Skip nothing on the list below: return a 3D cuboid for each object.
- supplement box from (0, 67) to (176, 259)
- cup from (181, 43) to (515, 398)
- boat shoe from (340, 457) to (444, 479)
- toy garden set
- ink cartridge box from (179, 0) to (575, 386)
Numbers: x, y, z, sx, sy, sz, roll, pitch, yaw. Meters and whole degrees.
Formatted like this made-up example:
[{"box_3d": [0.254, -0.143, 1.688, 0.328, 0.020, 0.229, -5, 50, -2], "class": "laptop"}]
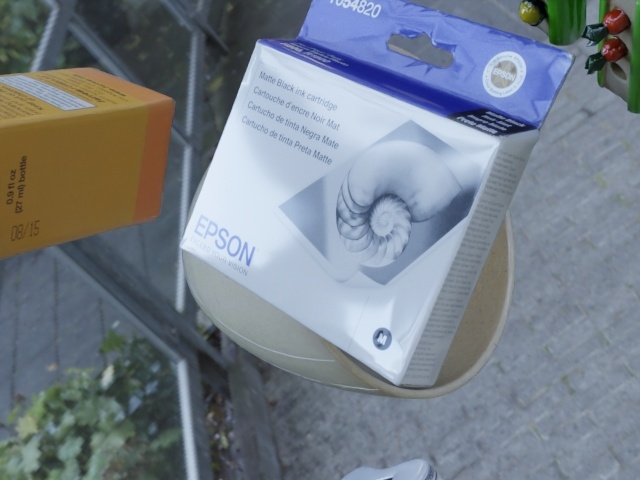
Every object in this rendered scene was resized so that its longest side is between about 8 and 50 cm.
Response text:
[{"box_3d": [-0.180, -0.034, 0.492, 0.080, 0.078, 0.233, 24, 25, 27], "class": "supplement box"}, {"box_3d": [0.000, 0.000, 0.984, 0.237, 0.331, 0.331, -17, 38, 45], "class": "cup"}, {"box_3d": [0.043, 0.158, 0.609, 0.100, 0.035, 0.035, -29, 20, 47], "class": "boat shoe"}, {"box_3d": [0.095, -0.193, 0.561, 0.049, 0.204, 0.244, -38, 63, -4], "class": "toy garden set"}, {"box_3d": [0.024, -0.052, 0.653, 0.223, 0.045, 0.224, 28, 100, 38], "class": "ink cartridge box"}]
